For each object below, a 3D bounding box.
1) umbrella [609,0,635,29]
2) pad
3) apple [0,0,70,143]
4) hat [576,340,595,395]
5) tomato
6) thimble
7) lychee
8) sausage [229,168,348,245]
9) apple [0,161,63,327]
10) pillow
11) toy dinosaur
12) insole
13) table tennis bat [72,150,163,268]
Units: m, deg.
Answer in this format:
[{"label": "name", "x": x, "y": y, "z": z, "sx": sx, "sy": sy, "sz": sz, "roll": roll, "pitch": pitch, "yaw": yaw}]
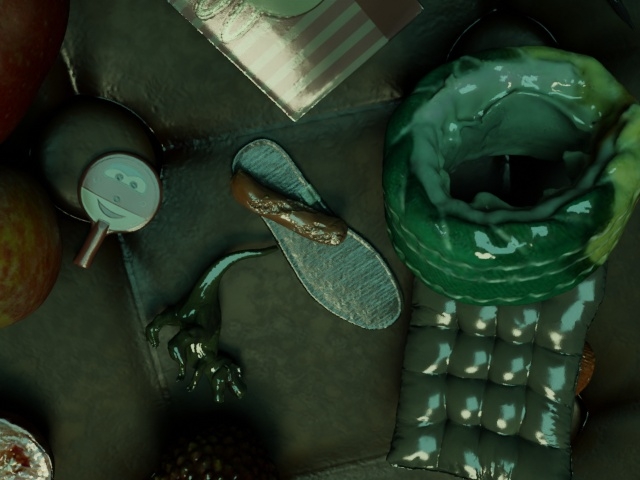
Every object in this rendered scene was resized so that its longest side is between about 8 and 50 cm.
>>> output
[{"label": "umbrella", "x": 0.338, "y": -0.293, "z": 0.818, "sx": 0.122, "sy": 0.022, "sz": 0.013, "roll": 44, "pitch": 73, "yaw": -28}, {"label": "pad", "x": -0.056, "y": -0.282, "z": 0.728, "sx": 0.202, "sy": 0.005, "sz": 0.299, "roll": -38, "pitch": 122, "yaw": 19}, {"label": "apple", "x": -0.393, "y": -0.210, "z": 0.602, "sx": 0.348, "sy": 0.277, "sz": 0.349, "roll": 0, "pitch": 81, "yaw": 1}, {"label": "hat", "x": 0.268, "y": 0.148, "z": 0.925, "sx": 0.162, "sy": 0.094, "sz": 0.112, "roll": 19, "pitch": 141, "yaw": -5}, {"label": "tomato", "x": -0.446, "y": 0.295, "z": 0.893, "sx": 0.224, "sy": 0.085, "sz": 0.225, "roll": -2, "pitch": 105, "yaw": -6}, {"label": "thimble", "x": 0.207, "y": -0.069, "z": 0.749, "sx": 0.288, "sy": 0.254, "sz": 0.167, "roll": -13, "pitch": 152, "yaw": 4}, {"label": "lychee", "x": -0.134, "y": 0.327, "z": 0.898, "sx": 0.188, "sy": 0.188, "sz": 0.188, "roll": -2, "pitch": 109, "yaw": -6}, {"label": "sausage", "x": -0.040, "y": -0.036, "z": 0.840, "sx": 0.157, "sy": 0.042, "sz": 0.036, "roll": 27, "pitch": 142, "yaw": -13}, {"label": "apple", "x": -0.375, "y": 0.002, "z": 0.747, "sx": 0.188, "sy": 0.188, "sz": 0.174, "roll": 2, "pitch": 99, "yaw": -7}, {"label": "pillow", "x": 0.213, "y": 0.148, "z": 0.851, "sx": 0.228, "sy": 0.101, "sz": 0.327, "roll": 9, "pitch": 92, "yaw": 18}, {"label": "toy dinosaur", "x": -0.126, "y": 0.104, "z": 0.900, "sx": 0.179, "sy": 0.087, "sz": 0.187, "roll": -37, "pitch": 131, "yaw": -28}, {"label": "insole", "x": 0.000, "y": 0.000, "z": 0.882, "sx": 0.110, "sy": 0.012, "sz": 0.309, "roll": -34, "pitch": 110, "yaw": 7}, {"label": "table tennis bat", "x": -0.254, "y": -0.035, "z": 0.839, "sx": 0.098, "sy": 0.019, "sz": 0.155, "roll": 29, "pitch": 100, "yaw": -15}]
